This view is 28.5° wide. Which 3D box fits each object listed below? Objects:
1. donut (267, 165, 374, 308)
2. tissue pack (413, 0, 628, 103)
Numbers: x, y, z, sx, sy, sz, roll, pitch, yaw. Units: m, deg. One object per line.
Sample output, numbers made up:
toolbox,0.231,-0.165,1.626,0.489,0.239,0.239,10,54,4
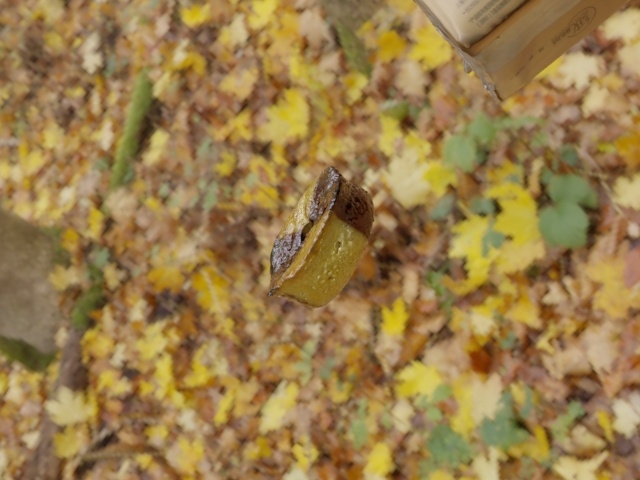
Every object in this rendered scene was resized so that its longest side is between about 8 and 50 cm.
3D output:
donut,0.000,0.000,1.179,0.140,0.059,0.140,-57,15,24
tissue pack,0.213,-0.293,1.142,0.305,0.238,0.238,-40,37,5
